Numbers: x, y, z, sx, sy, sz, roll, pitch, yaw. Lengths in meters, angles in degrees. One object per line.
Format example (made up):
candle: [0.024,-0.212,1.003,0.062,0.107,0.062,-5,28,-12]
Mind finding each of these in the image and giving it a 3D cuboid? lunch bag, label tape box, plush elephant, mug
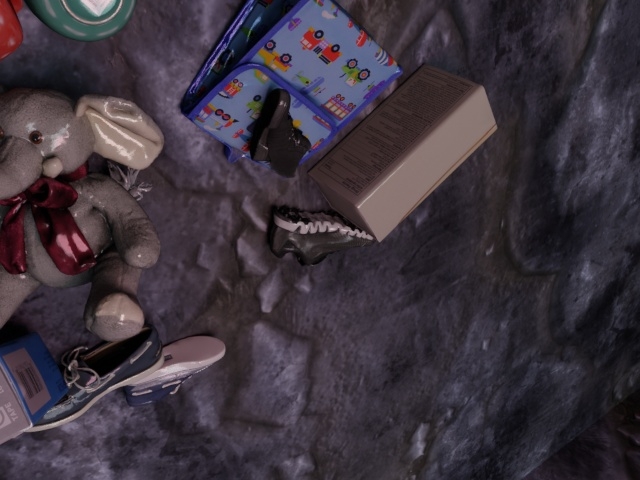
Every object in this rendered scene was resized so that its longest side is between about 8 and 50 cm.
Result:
lunch bag: [-0.061,-0.240,0.991,0.293,0.138,0.221,-46,137,18]
label tape box: [-0.525,0.254,0.811,0.347,0.249,0.115,-30,94,-13]
plush elephant: [-0.330,-0.063,0.770,0.255,0.271,0.330,76,22,-44]
mug: [-0.289,-0.321,0.764,0.129,0.097,0.158,-18,127,-28]

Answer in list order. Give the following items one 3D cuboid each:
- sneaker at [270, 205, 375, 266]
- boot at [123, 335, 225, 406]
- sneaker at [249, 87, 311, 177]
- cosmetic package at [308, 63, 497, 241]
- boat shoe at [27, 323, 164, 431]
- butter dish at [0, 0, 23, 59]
sneaker: [0.000,0.000,1.203,0.234,0.078,0.106,6,115,-35]
boot: [-0.266,0.238,1.160,0.189,0.069,0.086,-12,131,-22]
sneaker: [-0.051,-0.160,0.968,0.089,0.051,0.170,5,145,-23]
cosmetic package: [0.150,-0.164,1.155,0.309,0.160,0.113,-44,135,-6]
boat shoe: [-0.375,0.218,1.036,0.254,0.095,0.079,-23,130,-26]
butter dish: [-0.391,-0.232,0.691,0.159,0.118,0.160,-35,172,-16]
